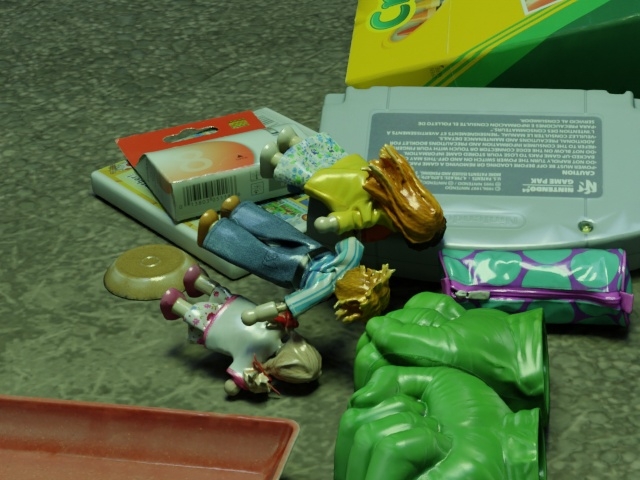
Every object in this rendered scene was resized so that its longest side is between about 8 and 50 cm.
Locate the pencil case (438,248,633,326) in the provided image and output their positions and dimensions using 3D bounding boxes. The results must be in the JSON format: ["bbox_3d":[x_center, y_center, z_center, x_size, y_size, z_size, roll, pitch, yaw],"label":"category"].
[{"bbox_3d":[0.169,0.038,1.449,0.151,0.064,0.070,-1,13,7],"label":"pencil case"}]

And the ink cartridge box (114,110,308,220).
[{"bbox_3d":[-0.096,-0.087,1.679,0.145,0.045,0.179,-14,33,-19],"label":"ink cartridge box"}]

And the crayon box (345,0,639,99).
[{"bbox_3d":[0.201,-0.257,1.805,0.313,0.106,0.363,-10,38,16],"label":"crayon box"}]

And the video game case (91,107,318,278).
[{"bbox_3d":[-0.064,-0.049,1.678,0.206,0.026,0.227,-23,35,-32],"label":"video game case"}]

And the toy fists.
[{"bbox_3d":[0.084,0.115,1.272,0.142,0.096,0.279,-4,23,9],"label":"toy fists"}]

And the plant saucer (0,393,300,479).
[{"bbox_3d":[-0.165,0.198,1.216,0.258,0.048,0.259,3,29,13],"label":"plant saucer"}]

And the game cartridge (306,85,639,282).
[{"bbox_3d":[0.140,-0.049,1.566,0.294,0.060,0.196,2,44,7],"label":"game cartridge"}]

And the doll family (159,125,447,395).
[{"bbox_3d":[0.000,0.000,1.422,0.163,0.118,0.263,27,57,26],"label":"doll family"}]

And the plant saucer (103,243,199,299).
[{"bbox_3d":[-0.144,0.023,1.566,0.083,0.015,0.083,-3,28,2],"label":"plant saucer"}]
